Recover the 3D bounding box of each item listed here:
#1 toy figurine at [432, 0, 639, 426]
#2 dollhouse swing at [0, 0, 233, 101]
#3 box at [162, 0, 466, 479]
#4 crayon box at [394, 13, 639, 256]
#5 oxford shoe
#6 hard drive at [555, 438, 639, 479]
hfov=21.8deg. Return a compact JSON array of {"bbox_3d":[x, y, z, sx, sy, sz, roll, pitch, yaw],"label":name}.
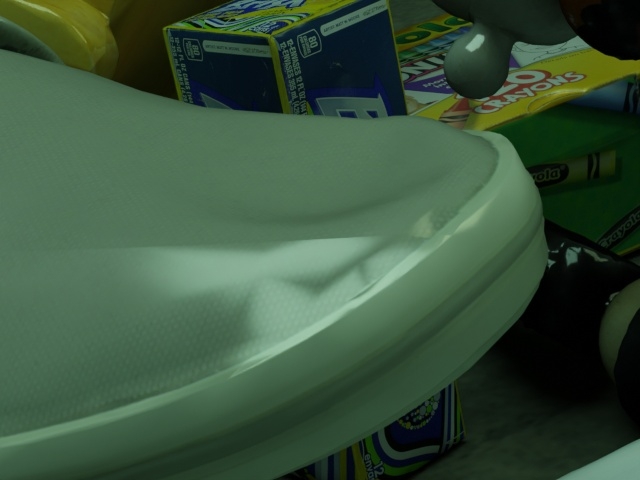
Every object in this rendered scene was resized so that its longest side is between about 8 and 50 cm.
[{"bbox_3d":[0.144,-0.060,0.594,0.213,0.209,0.148,-22,30,-22],"label":"toy figurine"},{"bbox_3d":[-0.134,-0.201,0.838,0.315,0.305,0.347,21,21,12],"label":"dollhouse swing"},{"bbox_3d":[0.000,0.000,0.571,0.054,0.169,0.059,-29,27,-36],"label":"box"},{"bbox_3d":[0.064,-0.040,0.753,0.278,0.081,0.165,-22,24,-23],"label":"crayon box"},{"bbox_3d":[-0.162,-0.014,0.437,0.449,0.130,0.169,3,25,30],"label":"oxford shoe"},{"bbox_3d":[0.269,0.050,0.447,0.353,0.047,0.233,-21,21,-26],"label":"hard drive"}]
